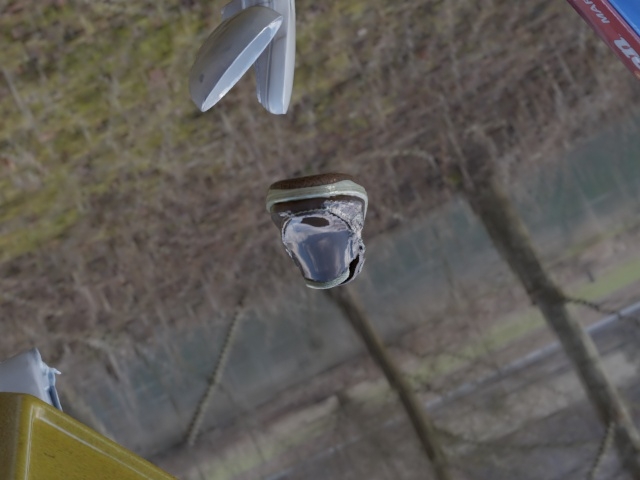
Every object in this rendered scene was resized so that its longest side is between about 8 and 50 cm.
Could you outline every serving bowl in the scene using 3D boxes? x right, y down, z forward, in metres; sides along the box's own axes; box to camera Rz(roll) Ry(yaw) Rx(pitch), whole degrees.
[{"bbox_3d":[-0.061,-0.125,0.873,0.083,0.027,0.083,-49,180,0],"label":"serving bowl"}]

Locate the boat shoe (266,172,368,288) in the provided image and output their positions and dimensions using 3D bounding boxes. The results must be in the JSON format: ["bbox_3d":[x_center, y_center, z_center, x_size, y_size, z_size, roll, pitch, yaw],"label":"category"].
[{"bbox_3d":[0.008,-0.001,1.299,0.095,0.095,0.257,-9,171,8],"label":"boat shoe"}]

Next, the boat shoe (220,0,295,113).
[{"bbox_3d":[-0.057,-0.201,1.164,0.063,0.184,0.066,-3,180,5],"label":"boat shoe"}]

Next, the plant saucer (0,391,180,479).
[{"bbox_3d":[-0.099,0.222,0.759,0.081,0.333,0.332,-52,-160,11],"label":"plant saucer"}]

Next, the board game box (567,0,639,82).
[{"bbox_3d":[0.117,-0.142,0.421,0.145,0.281,0.027,-49,-161,-7],"label":"board game box"}]

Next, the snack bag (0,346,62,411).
[{"bbox_3d":[-0.307,0.269,0.929,0.343,0.323,0.037,-19,157,-12],"label":"snack bag"}]
